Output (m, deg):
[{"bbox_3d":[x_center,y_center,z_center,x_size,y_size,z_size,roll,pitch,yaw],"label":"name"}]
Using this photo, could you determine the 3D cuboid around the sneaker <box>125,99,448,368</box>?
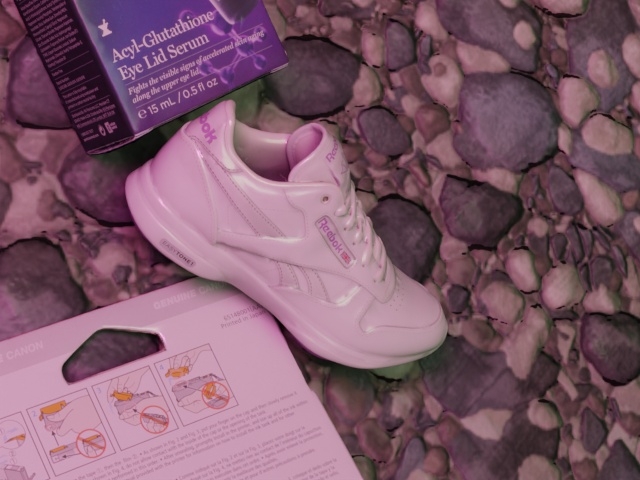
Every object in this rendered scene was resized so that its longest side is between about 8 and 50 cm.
[{"bbox_3d":[0.000,0.000,1.186,0.305,0.152,0.114,30,29,-26],"label":"sneaker"}]

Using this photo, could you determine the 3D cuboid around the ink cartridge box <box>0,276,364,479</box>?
[{"bbox_3d":[-0.131,0.178,1.155,0.296,0.066,0.261,-18,69,-30],"label":"ink cartridge box"}]

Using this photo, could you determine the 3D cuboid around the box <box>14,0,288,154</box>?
[{"bbox_3d":[-0.146,-0.193,1.153,0.153,0.108,0.207,-30,101,-28],"label":"box"}]
